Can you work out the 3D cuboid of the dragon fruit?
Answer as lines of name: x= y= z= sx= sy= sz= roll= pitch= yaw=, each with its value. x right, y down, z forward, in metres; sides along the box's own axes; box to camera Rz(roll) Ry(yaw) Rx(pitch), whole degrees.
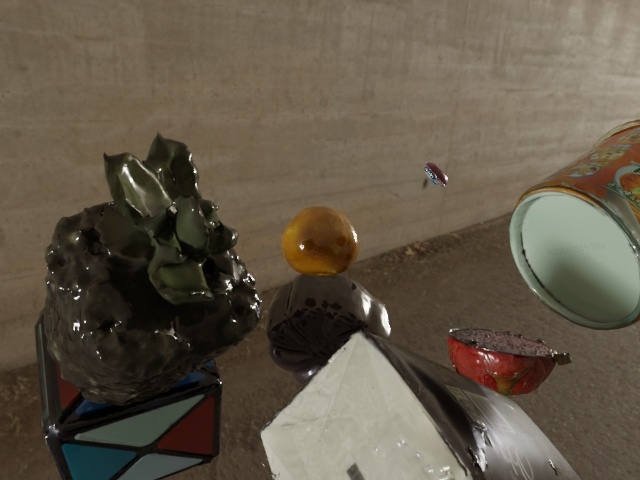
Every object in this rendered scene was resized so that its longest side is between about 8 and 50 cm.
dragon fruit: x=0.373 y=0.276 z=0.993 sx=0.224 sy=0.148 sz=0.218 roll=6 pitch=2 yaw=-7

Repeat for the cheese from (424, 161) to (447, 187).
cheese: x=0.311 y=-0.179 z=1.279 sx=0.095 sy=0.038 sz=0.145 roll=52 pitch=21 yaw=12

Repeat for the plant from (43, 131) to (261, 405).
plant: x=-0.181 y=0.041 z=0.539 sx=0.213 sy=0.312 sz=0.215 roll=-14 pitch=64 yaw=-49

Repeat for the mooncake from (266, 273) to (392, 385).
mooncake: x=0.017 y=0.220 z=1.112 sx=0.306 sy=0.306 sz=0.154 roll=4 pitch=31 yaw=6

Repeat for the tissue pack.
tissue pack: x=0.134 y=0.261 z=0.521 sx=0.370 sy=0.198 sz=0.210 roll=33 pitch=18 yaw=-42

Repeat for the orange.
orange: x=0.000 y=0.000 z=0.933 sx=0.159 sy=0.136 sz=0.159 roll=-1 pitch=-11 yaw=0

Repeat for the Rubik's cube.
Rubik's cube: x=-0.320 y=0.249 z=0.802 sx=0.248 sy=0.250 sz=0.246 roll=-10 pitch=43 yaw=-26

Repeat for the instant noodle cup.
instant noodle cup: x=0.440 y=-0.013 z=0.700 sx=0.214 sy=0.296 sz=0.296 roll=-24 pitch=27 yaw=-16
